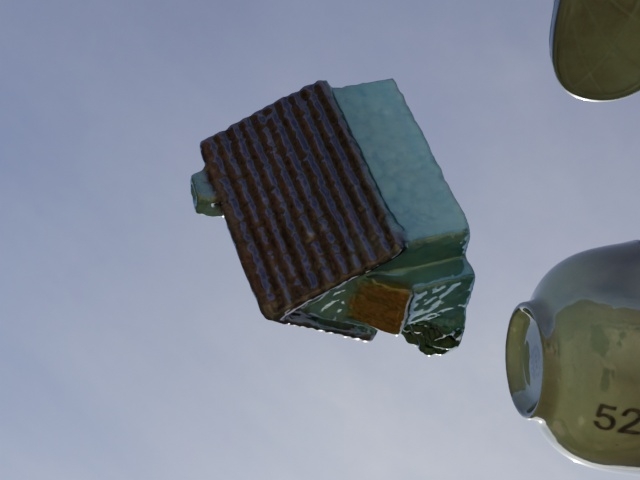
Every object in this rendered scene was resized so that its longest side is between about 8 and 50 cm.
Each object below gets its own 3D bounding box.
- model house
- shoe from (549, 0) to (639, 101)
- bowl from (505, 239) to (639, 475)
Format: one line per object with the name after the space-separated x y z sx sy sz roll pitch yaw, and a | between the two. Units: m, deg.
0.000 0.000 1.308 0.230 0.249 0.280 95 -22 -51 | model house
0.187 -0.186 0.730 0.079 0.078 0.195 6 -61 8 | shoe
0.387 0.174 1.746 0.185 0.353 0.353 -1 -45 -10 | bowl
